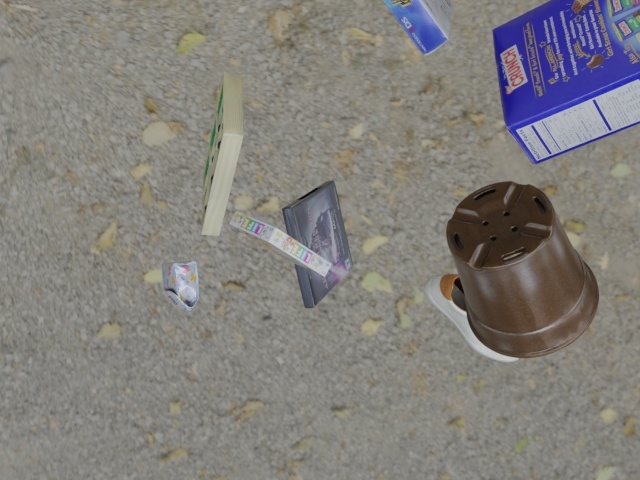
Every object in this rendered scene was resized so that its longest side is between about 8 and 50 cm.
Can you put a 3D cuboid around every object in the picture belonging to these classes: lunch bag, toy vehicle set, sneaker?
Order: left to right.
[{"bbox_3d":[-0.244,0.079,1.441,0.053,0.071,0.083,-8,93,-28],"label":"lunch bag"},{"bbox_3d":[-0.185,-0.157,1.548,0.035,0.166,0.267,6,138,-13],"label":"toy vehicle set"},{"bbox_3d":[0.369,0.179,1.875,0.290,0.123,0.106,37,68,-14],"label":"sneaker"}]

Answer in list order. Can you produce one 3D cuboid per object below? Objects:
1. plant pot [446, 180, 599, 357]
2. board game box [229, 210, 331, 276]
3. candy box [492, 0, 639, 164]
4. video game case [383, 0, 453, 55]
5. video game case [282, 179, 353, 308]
[{"bbox_3d":[0.231,0.028,0.991,0.167,0.167,0.165,-41,134,-6],"label":"plant pot"},{"bbox_3d":[-0.065,0.006,1.366,0.154,0.103,0.026,34,81,-46],"label":"board game box"},{"bbox_3d":[0.456,-0.302,1.363,0.317,0.268,0.122,-21,135,27],"label":"candy box"},{"bbox_3d":[0.144,-0.496,1.539,0.061,0.244,0.269,-32,109,26],"label":"video game case"},{"bbox_3d":[0.000,0.000,1.657,0.026,0.274,0.196,-9,101,19],"label":"video game case"}]
